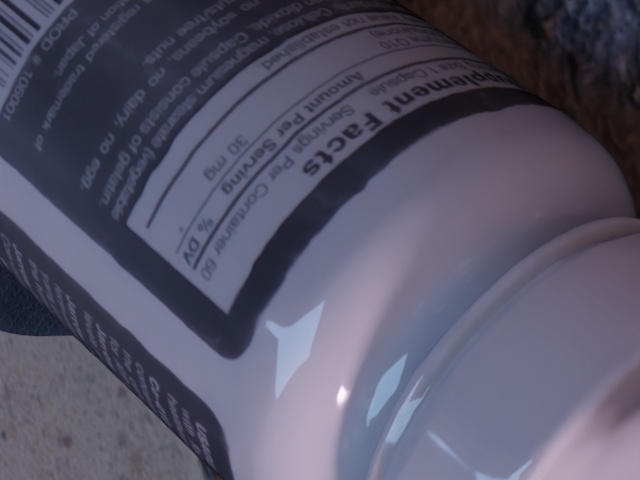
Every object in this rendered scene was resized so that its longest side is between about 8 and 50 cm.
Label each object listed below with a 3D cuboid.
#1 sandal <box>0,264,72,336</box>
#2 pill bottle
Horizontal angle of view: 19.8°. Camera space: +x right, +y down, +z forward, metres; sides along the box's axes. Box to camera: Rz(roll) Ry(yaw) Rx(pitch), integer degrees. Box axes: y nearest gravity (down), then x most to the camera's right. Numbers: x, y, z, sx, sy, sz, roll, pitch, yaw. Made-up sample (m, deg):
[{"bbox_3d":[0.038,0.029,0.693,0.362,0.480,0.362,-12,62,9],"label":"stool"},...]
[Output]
[{"bbox_3d":[-0.144,0.011,1.073,0.254,0.054,0.097,15,122,35],"label":"sandal"},{"bbox_3d":[0.000,0.000,0.770,0.361,0.204,0.204,40,131,34],"label":"pill bottle"}]
